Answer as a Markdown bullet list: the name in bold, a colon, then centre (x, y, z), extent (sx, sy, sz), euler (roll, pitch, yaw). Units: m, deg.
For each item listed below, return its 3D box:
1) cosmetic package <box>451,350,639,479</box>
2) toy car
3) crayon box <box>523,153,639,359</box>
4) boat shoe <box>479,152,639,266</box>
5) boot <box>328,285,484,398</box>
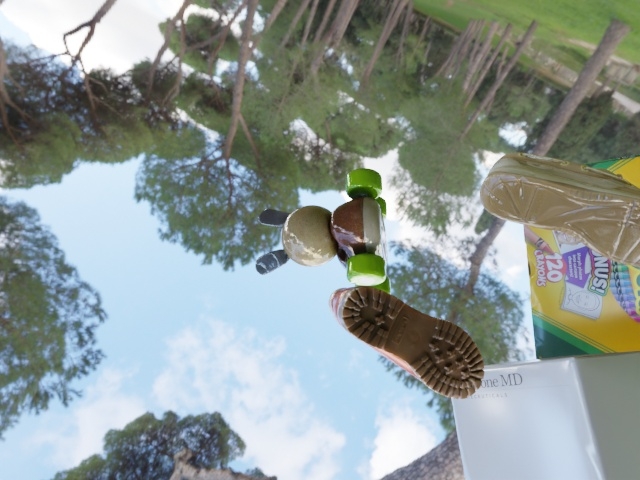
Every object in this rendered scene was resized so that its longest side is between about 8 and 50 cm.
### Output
- **cosmetic package**: centre (0.296, 0.323, 0.560), extent (0.155, 0.197, 0.365), euler (4, -111, -32)
- **toy car**: centre (0.000, 0.000, 0.690), extent (0.188, 0.149, 0.155), euler (-4, -114, 11)
- **crayon box**: centre (0.384, 0.034, 0.667), extent (0.165, 0.278, 0.081), euler (-6, 178, 44)
- **boat shoe**: centre (0.217, -0.032, 0.382), extent (0.170, 0.063, 0.059), euler (22, -131, 12)
- **boot**: centre (0.078, 0.089, 0.449), extent (0.158, 0.059, 0.084), euler (34, 169, -11)
